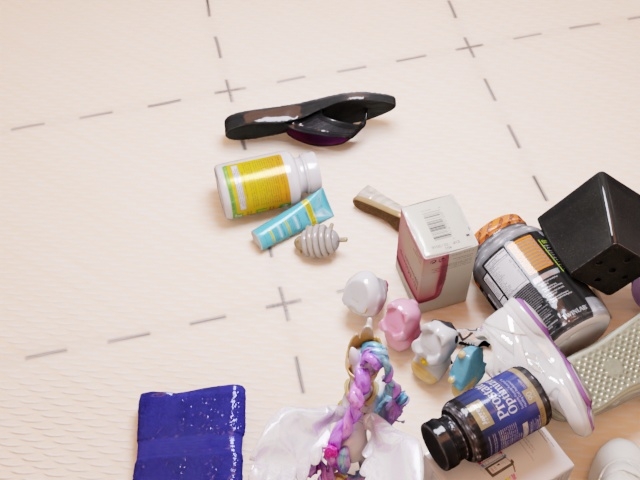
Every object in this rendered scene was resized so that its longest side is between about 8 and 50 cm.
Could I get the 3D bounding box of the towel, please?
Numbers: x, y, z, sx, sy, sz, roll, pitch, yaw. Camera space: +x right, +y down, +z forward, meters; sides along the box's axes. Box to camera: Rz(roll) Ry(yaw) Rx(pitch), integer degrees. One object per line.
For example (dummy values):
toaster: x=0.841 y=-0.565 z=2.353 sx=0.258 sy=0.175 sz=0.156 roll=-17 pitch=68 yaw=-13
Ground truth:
towel: x=-0.261 y=0.446 z=1.745 sx=0.227 sy=0.076 sz=0.308 roll=-6 pitch=55 yaw=5

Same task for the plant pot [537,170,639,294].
plant pot: x=0.599 y=0.000 z=1.830 sx=0.188 sy=0.187 sz=0.167 roll=27 pitch=42 yaw=-24

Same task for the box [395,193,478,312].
box: x=0.253 y=0.033 z=1.928 sx=0.126 sy=0.232 sz=0.149 roll=-15 pitch=56 yaw=-9

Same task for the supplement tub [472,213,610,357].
supplement tub: x=0.465 y=0.104 z=1.901 sx=0.193 sy=0.194 sz=0.316 roll=-22 pitch=57 yaw=-14

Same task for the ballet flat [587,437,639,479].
ballet flat: x=0.557 y=0.536 z=1.631 sx=0.139 sy=0.139 sz=0.400 roll=20 pitch=57 yaw=14

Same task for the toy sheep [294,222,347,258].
toy sheep: x=0.000 y=0.000 z=2.046 sx=0.132 sy=0.091 sz=0.091 roll=-9 pitch=53 yaw=17

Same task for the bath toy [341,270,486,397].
bath toy: x=0.197 y=0.193 z=1.884 sx=0.348 sy=0.151 sz=0.129 roll=38 pitch=26 yaw=27

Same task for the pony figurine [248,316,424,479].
pony figurine: x=0.051 y=0.364 z=1.615 sx=0.302 sy=0.363 sz=0.351 roll=12 pitch=56 yaw=8

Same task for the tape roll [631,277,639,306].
tape roll: x=0.815 y=0.076 z=1.866 sx=0.274 sy=0.275 sz=0.090 roll=10 pitch=56 yaw=7

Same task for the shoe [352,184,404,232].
shoe: x=0.181 y=-0.069 z=2.098 sx=0.219 sy=0.076 sz=0.058 roll=29 pitch=65 yaw=22

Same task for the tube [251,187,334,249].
tube: x=-0.067 y=-0.047 z=2.095 sx=0.207 sy=0.080 sz=0.052 roll=-29 pitch=30 yaw=-16

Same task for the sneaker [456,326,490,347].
sneaker: x=0.327 y=0.219 z=1.914 sx=0.109 sy=0.040 sz=0.044 roll=-7 pitch=57 yaw=-4

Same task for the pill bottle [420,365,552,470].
pill bottle: x=0.299 y=0.327 z=1.578 sx=0.219 sy=0.123 sz=0.123 roll=-25 pitch=58 yaw=-16

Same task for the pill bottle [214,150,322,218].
pill bottle: x=-0.126 y=-0.143 z=2.115 sx=0.245 sy=0.136 sz=0.136 roll=-13 pitch=56 yaw=-9

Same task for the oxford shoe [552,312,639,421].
oxford shoe: x=0.649 y=0.259 z=1.821 sx=0.449 sy=0.130 sz=0.169 roll=-21 pitch=72 yaw=-9

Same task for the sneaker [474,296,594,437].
sneaker: x=0.421 y=0.266 z=1.709 sx=0.152 sy=0.114 sz=0.305 roll=-37 pitch=59 yaw=11

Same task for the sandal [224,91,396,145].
sandal: x=-0.022 y=-0.291 z=2.233 sx=0.445 sy=0.167 sz=0.107 roll=-10 pitch=80 yaw=3

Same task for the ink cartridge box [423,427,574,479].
ink cartridge box: x=0.330 y=0.454 z=1.665 sx=0.232 sy=0.171 sz=0.168 roll=-26 pitch=57 yaw=-16
